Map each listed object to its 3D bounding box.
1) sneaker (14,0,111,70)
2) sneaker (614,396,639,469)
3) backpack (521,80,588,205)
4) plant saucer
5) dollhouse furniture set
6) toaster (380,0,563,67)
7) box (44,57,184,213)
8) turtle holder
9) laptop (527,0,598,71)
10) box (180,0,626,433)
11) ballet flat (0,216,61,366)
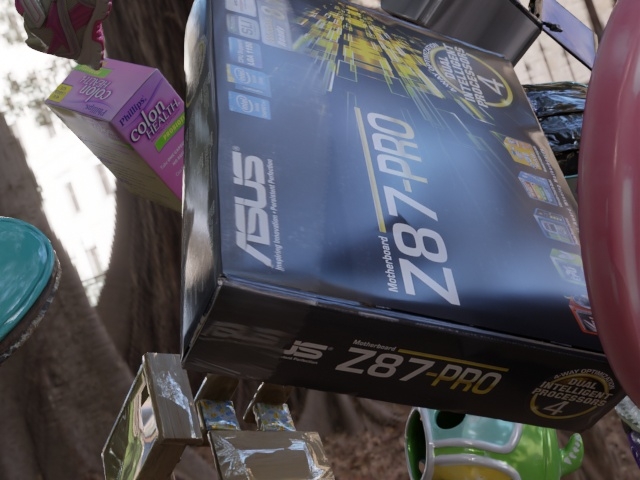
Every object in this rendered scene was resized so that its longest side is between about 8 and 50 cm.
[{"bbox_3d":[-0.325,-0.308,1.094,0.111,0.103,0.252,-2,-31,-20],"label":"sneaker"},{"bbox_3d":[0.543,0.347,1.333,0.102,0.146,0.293,-20,19,11],"label":"sneaker"},{"bbox_3d":[0.264,-0.101,1.018,0.188,0.166,0.144,-13,-36,-14],"label":"backpack"},{"bbox_3d":[0.288,-0.035,0.571,0.332,0.332,0.084,-20,16,-42],"label":"plant saucer"},{"bbox_3d":[-0.090,0.222,0.940,0.242,0.212,0.161,8,-52,-30],"label":"dollhouse furniture set"},{"bbox_3d":[0.193,-0.303,1.173,0.110,0.168,0.186,-56,29,8],"label":"toaster"},{"bbox_3d":[-0.298,-0.175,1.460,0.213,0.243,0.117,20,67,44],"label":"box"},{"bbox_3d":[0.260,0.364,1.379,0.227,0.320,0.243,6,-28,-11],"label":"turtle holder"},{"bbox_3d":[0.435,-0.453,1.520,0.136,0.264,0.234,6,31,11],"label":"laptop"},{"bbox_3d":[0.050,-0.052,0.703,0.318,0.395,0.097,12,-48,-19],"label":"box"},{"bbox_3d":[-0.403,0.145,0.690,0.483,0.164,0.182,-49,-10,-53],"label":"ballet flat"}]
